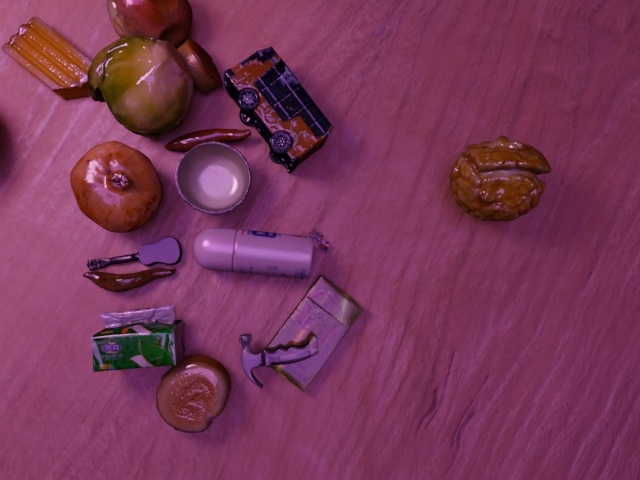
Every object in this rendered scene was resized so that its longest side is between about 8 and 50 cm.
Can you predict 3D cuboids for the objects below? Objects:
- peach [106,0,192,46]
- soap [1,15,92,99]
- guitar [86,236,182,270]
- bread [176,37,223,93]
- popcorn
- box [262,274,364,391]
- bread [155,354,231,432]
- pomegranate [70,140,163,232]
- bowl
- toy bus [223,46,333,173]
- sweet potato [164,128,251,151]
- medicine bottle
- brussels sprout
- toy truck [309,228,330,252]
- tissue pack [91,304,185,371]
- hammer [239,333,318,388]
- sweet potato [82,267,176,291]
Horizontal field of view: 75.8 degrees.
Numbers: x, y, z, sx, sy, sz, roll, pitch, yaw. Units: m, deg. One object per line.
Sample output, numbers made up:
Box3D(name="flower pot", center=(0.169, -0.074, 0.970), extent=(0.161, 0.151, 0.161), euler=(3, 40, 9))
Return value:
Box3D(name="peach", center=(-0.483, -0.660, 1.186), extent=(0.235, 0.214, 0.215), euler=(-9, 87, -42))
Box3D(name="soap", center=(-0.768, -0.515, 1.192), extent=(0.232, 0.073, 0.140), euler=(39, 84, -4))
Box3D(name="guitar", center=(-0.546, 0.049, 1.201), extent=(0.270, 0.038, 0.084), euler=(-10, 86, -8))
Box3D(name="bread", center=(-0.365, -0.522, 1.225), extent=(0.086, 0.125, 0.156), euler=(-32, 95, 9))
Box3D(name="popcorn", center=(0.528, -0.185, 1.250), extent=(0.281, 0.247, 0.282), euler=(-1, 124, -1))
Box3D(name="box", center=(-0.025, 0.279, 1.253), extent=(0.173, 0.043, 0.311), euler=(39, 82, -3))
Box3D(name="bread", center=(-0.359, 0.429, 1.166), extent=(0.213, 0.105, 0.214), euler=(0, 91, -8))
Box3D(name="pomegranate", center=(-0.548, -0.144, 1.118), extent=(0.247, 0.248, 0.249), euler=(1, 86, -8))
Box3D(name="bowl", center=(-0.308, -0.174, 1.212), extent=(0.211, 0.112, 0.212), euler=(1, 85, -7))
Box3D(name="toy bus", center=(-0.126, -0.387, 1.229), extent=(0.194, 0.162, 0.324), euler=(-38, 93, -9))
Box3D(name="sweet potato", center=(-0.341, -0.309, 1.241), extent=(0.264, 0.057, 0.058), euler=(-14, 88, -2))
Box3D(name="medicine bottle", center=(-0.197, 0.035, 1.204), extent=(0.340, 0.130, 0.131), euler=(5, 85, -7))
Box3D(name="brussels sprout", center=(-0.494, -0.429, 1.153), extent=(0.294, 0.227, 0.260), euler=(-24, 100, 20))
Box3D(name="toy truck", center=(0.000, 0.000, 1.285), extent=(0.032, 0.024, 0.083), euler=(-44, 91, 14))
Box3D(name="tissue pack", center=(-0.496, 0.261, 1.137), extent=(0.208, 0.148, 0.157), euler=(-3, 88, -8))
Box3D(name="hammer", center=(-0.116, 0.333, 1.195), extent=(0.226, 0.041, 0.159), euler=(-11, 87, -7))
Box3D(name="sweet potato", center=(-0.548, 0.114, 1.185), extent=(0.249, 0.060, 0.069), euler=(-5, 49, -9))
